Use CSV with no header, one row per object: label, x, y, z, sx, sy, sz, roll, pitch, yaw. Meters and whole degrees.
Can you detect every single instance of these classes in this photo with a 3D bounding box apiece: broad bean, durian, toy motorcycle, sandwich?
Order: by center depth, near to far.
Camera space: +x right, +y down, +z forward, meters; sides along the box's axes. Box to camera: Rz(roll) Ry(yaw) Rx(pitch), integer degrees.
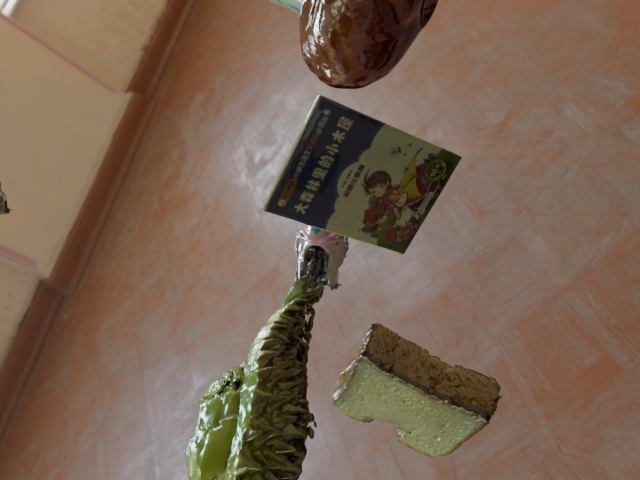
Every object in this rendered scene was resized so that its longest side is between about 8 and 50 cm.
durian,-0.063,0.190,0.589,0.132,0.106,0.375,-17,48,40
broad bean,0.051,-0.257,0.633,0.122,0.156,0.229,41,142,18
sandwich,0.170,0.303,1.230,0.095,0.273,0.249,-64,0,-43
toy motorcycle,0.006,0.000,1.264,0.239,0.108,0.204,-150,64,-82

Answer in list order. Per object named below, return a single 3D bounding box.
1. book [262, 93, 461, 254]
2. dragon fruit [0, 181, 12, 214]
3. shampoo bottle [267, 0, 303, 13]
book,0.081,-0.104,1.146,0.228,0.322,0.018,-62,32,20
dragon fruit,-0.579,-0.067,0.849,0.244,0.299,0.245,-24,44,26
shampoo bottle,0.013,-0.420,1.005,0.349,0.221,0.151,34,107,36
